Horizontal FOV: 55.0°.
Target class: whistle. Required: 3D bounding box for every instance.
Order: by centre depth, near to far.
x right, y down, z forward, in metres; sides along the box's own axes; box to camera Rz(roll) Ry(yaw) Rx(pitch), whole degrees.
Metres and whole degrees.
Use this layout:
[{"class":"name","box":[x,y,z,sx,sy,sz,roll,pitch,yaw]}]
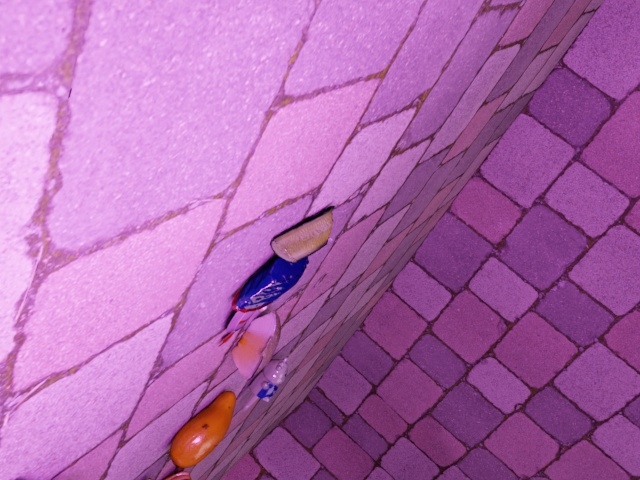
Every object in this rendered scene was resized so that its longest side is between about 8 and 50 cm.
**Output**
[{"class":"whistle","box":[-0.188,0.500,2.141,0.244,0.092,0.110,-52,178,6]}]

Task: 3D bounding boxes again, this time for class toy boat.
[{"class":"toy boat","box":[-0.150,0.135,1.329,0.318,0.072,0.219,-43,172,18]}]

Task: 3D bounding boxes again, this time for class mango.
[{"class":"mango","box":[-0.330,0.555,1.795,0.262,0.109,0.157,-41,161,-37]}]

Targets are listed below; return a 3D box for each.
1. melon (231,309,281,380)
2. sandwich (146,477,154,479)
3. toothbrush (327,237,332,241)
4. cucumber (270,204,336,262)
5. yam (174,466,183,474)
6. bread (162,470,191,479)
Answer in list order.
[{"class":"melon","box":[-0.148,0.252,1.579,0.202,0.093,0.139,-62,161,17]},{"class":"sandwich","box":[-0.528,0.814,1.838,0.094,0.096,0.258,-37,129,-54]},{"class":"toothbrush","box":[0.000,0.000,1.388,0.013,0.011,0.131,-57,-163,-13]},{"class":"cucumber","box":[-0.027,-0.007,1.295,0.046,0.070,0.220,-21,-172,42]},{"class":"yam","box":[-0.483,0.785,2.123,0.032,0.032,0.145,-38,163,-40]},{"class":"bread","box":[-0.504,0.856,2.112,0.116,0.077,0.200,-10,148,-25]}]
